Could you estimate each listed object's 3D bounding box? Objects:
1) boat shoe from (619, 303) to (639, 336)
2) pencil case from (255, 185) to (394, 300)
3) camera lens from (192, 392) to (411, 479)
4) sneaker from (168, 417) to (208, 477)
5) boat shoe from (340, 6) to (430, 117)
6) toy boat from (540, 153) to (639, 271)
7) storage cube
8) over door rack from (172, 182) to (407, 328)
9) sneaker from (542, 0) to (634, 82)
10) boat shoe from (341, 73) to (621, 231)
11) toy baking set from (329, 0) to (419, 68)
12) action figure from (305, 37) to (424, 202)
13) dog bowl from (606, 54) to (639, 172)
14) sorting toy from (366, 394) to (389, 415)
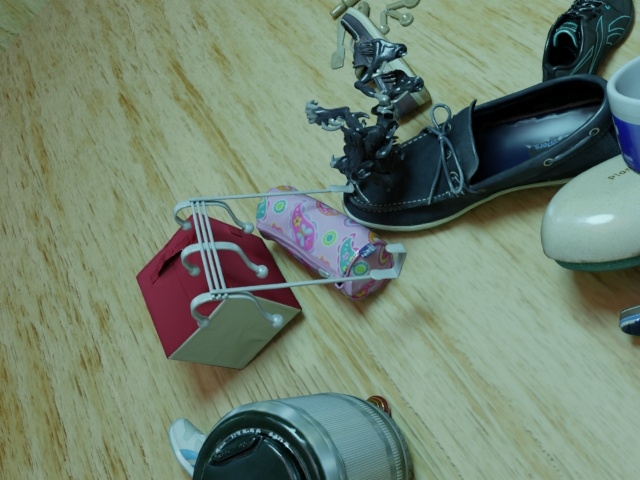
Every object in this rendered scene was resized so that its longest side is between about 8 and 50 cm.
[{"bbox_3d":[0.477,0.074,0.804,0.183,0.066,0.066,-17,53,14],"label":"boat shoe"},{"bbox_3d":[0.000,0.000,1.113,0.284,0.124,0.124,35,88,40],"label":"pencil case"},{"bbox_3d":[-0.018,0.321,0.836,0.220,0.274,0.219,-5,79,29],"label":"camera lens"},{"bbox_3d":[-0.174,0.381,1.066,0.229,0.087,0.092,38,83,33],"label":"sneaker"},{"bbox_3d":[0.107,-0.354,1.228,0.092,0.103,0.285,-39,63,12],"label":"boat shoe"},{"bbox_3d":[0.435,-0.006,0.772,0.268,0.148,0.318,-25,24,-2],"label":"toy boat"},{"bbox_3d":[-0.183,0.097,1.127,0.183,0.215,0.193,-45,52,16],"label":"storage cube"},{"bbox_3d":[-0.055,0.010,0.984,0.325,0.108,0.239,-13,45,-10],"label":"over door rack"},{"bbox_3d":[0.435,-0.342,1.011,0.101,0.106,0.267,15,74,39],"label":"sneaker"},{"bbox_3d":[0.243,-0.141,1.004,0.501,0.156,0.186,-13,61,30],"label":"boat shoe"},{"bbox_3d":[0.102,-0.497,1.355,0.256,0.030,0.196,-35,53,14],"label":"toy baking set"},{"bbox_3d":[0.070,-0.184,1.001,0.141,0.164,0.275,-3,55,42],"label":"action figure"},{"bbox_3d":[0.500,-0.176,0.753,0.265,0.104,0.265,-19,24,9],"label":"dog bowl"},{"bbox_3d":[0.063,0.285,0.977,0.061,0.042,0.102,35,89,40],"label":"sorting toy"}]
